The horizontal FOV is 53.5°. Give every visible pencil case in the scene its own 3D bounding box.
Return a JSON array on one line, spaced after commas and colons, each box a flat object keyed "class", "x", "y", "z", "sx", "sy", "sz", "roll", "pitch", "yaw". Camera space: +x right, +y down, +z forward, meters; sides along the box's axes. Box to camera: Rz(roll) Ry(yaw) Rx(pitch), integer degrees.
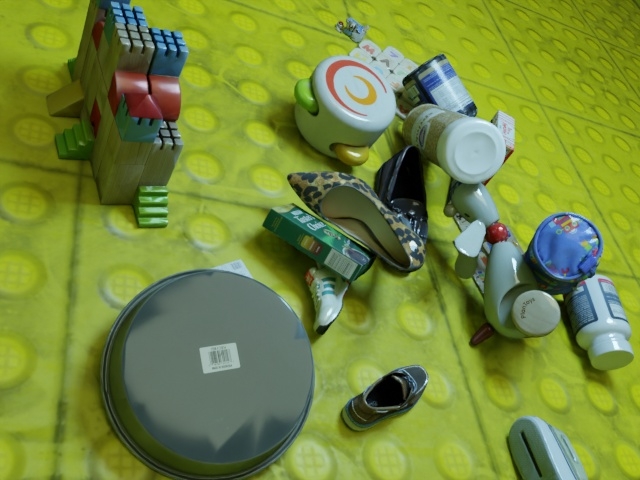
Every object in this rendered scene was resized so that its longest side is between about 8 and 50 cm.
[{"class": "pencil case", "x": 0.462, "y": 0.038, "z": 1.228, "sx": 0.133, "sy": 0.119, "sz": 0.306, "roll": 42, "pitch": 1, "yaw": 18}]

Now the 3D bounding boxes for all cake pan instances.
[{"class": "cake pan", "x": -0.136, "y": 0.166, "z": 0.841, "sx": 0.293, "sy": 0.054, "sz": 0.293, "roll": 9, "pitch": 63, "yaw": -19}]

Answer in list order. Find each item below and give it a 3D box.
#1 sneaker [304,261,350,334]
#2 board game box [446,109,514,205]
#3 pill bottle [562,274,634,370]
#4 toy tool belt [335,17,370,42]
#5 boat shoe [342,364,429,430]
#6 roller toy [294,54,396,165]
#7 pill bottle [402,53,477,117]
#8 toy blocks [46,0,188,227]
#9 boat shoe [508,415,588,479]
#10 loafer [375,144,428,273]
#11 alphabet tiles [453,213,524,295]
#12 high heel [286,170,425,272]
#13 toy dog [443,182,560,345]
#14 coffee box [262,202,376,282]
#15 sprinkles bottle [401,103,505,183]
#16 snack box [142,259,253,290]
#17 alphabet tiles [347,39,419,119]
[{"class": "sneaker", "x": 0.001, "y": 0.088, "z": 1.056, "sx": 0.075, "sy": 0.057, "sz": 0.161, "roll": 31, "pitch": 38, "yaw": -3}, {"class": "board game box", "x": 0.354, "y": -0.174, "z": 1.404, "sx": 0.045, "sy": 0.193, "sz": 0.146, "roll": 28, "pitch": 41, "yaw": -5}, {"class": "pill bottle", "x": 0.577, "y": 0.171, "z": 1.315, "sx": 0.108, "sy": 0.108, "sz": 0.180, "roll": 18, "pitch": 46, "yaw": -19}, {"class": "toy tool belt", "x": 0.087, "y": -0.572, "z": 1.694, "sx": 0.083, "sy": 0.051, "sz": 0.052, "roll": 32, "pitch": 42, "yaw": -4}, {"class": "boat shoe", "x": 0.117, "y": 0.237, "z": 0.988, "sx": 0.183, "sy": 0.066, "sz": 0.066, "roll": -22, "pitch": 68, "yaw": -43}, {"class": "roller toy", "x": 0.050, "y": -0.274, "z": 1.338, "sx": 0.209, "sy": 0.146, "sz": 0.191, "roll": 40, "pitch": 53, "yaw": -2}, {"class": "pill bottle", "x": 0.303, "y": -0.330, "z": 1.544, "sx": 0.123, "sy": 0.123, "sz": 0.219, "roll": -37, "pitch": 96, "yaw": -46}, {"class": "toy blocks", "x": -0.300, "y": -0.249, "z": 1.004, "sx": 0.191, "sy": 0.261, "sz": 0.381, "roll": -2, "pitch": 55, "yaw": -34}, {"class": "boat shoe", "x": 0.390, "y": 0.413, "z": 0.984, "sx": 0.094, "sy": 0.109, "sz": 0.302, "roll": 15, "pitch": 44, "yaw": -25}, {"class": "loafer", "x": 0.165, "y": -0.075, "z": 1.273, "sx": 0.109, "sy": 0.095, "sz": 0.302, "roll": 19, "pitch": 45, "yaw": -17}, {"class": "alphabet tiles", "x": 0.378, "y": 0.030, "z": 1.384, "sx": 0.198, "sy": 0.009, "sz": 0.237, "roll": -1, "pitch": 54, "yaw": -33}, {"class": "high heel", "x": 0.060, "y": -0.037, "z": 1.081, "sx": 0.261, "sy": 0.093, "sz": 0.186, "roll": 25, "pitch": 21, "yaw": -11}, {"class": "toy dog", "x": 0.311, "y": 0.065, "z": 1.208, "sx": 0.161, "sy": 0.220, "sz": 0.333, "roll": -25, "pitch": 52, "yaw": 4}, {"class": "coffee box", "x": 0.000, "y": 0.000, "z": 1.088, "sx": 0.184, "sy": 0.040, "sz": 0.113, "roll": 32, "pitch": 16, "yaw": 12}, {"class": "sprinkles bottle", "x": 0.266, "y": -0.210, "z": 1.326, "sx": 0.121, "sy": 0.121, "sz": 0.355, "roll": 25, "pitch": 13, "yaw": -12}, {"class": "snack box", "x": -0.179, "y": 0.080, "z": 0.969, "sx": 0.178, "sy": 0.022, "sz": 0.064, "roll": -17, "pitch": 65, "yaw": -42}, {"class": "alphabet tiles", "x": 0.206, "y": -0.420, "z": 1.660, "sx": 0.284, "sy": 0.021, "sz": 0.278, "roll": 37, "pitch": 43, "yaw": 0}]
